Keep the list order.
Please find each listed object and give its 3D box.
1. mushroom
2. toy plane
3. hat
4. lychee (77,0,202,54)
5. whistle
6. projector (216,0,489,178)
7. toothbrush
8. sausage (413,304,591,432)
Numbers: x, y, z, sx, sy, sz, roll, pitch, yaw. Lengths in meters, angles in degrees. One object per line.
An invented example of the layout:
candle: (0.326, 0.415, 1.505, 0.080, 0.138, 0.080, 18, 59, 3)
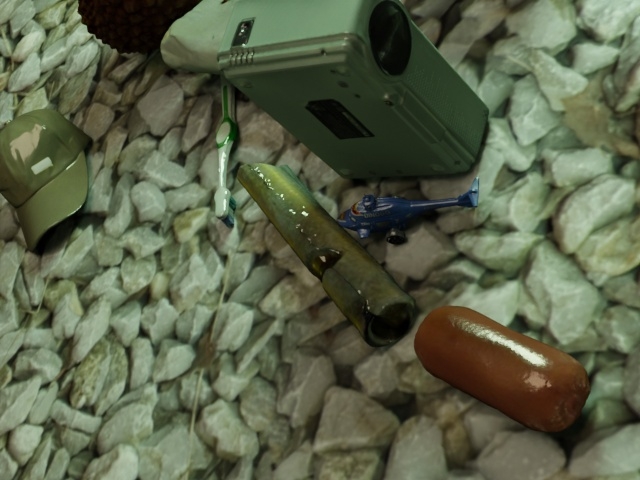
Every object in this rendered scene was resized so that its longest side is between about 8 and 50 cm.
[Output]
mushroom: (-0.068, -0.235, 1.450, 0.329, 0.122, 0.159, 37, 97, 43)
toy plane: (0.093, -0.035, 1.222, 0.167, 0.062, 0.054, -8, 57, 23)
hat: (-0.419, -0.090, 1.634, 0.166, 0.144, 0.173, -39, 22, 15)
lychee: (-0.246, -0.383, 1.606, 0.271, 0.271, 0.271, -20, 51, 28)
whistle: (0.000, 0.001, 1.275, 0.068, 0.057, 0.326, -12, 38, -25)
projector: (0.038, -0.158, 1.203, 0.192, 0.257, 0.099, -1, 63, 38)
toothbrush: (-0.124, -0.146, 1.491, 0.030, 0.030, 0.303, -23, 50, 26)
sausage: (0.164, 0.116, 1.055, 0.194, 0.077, 0.077, 26, 81, 44)
